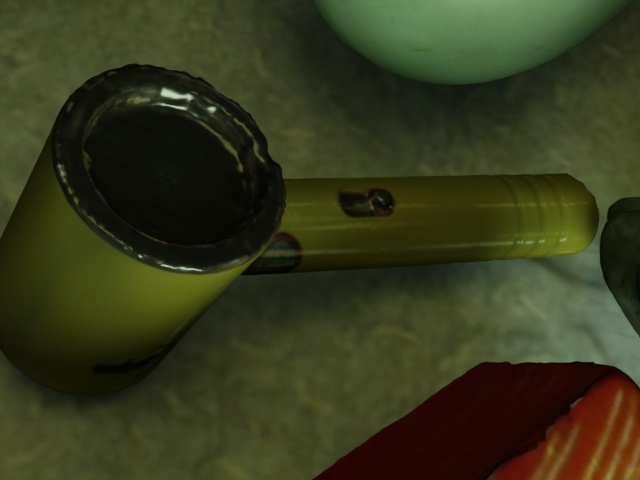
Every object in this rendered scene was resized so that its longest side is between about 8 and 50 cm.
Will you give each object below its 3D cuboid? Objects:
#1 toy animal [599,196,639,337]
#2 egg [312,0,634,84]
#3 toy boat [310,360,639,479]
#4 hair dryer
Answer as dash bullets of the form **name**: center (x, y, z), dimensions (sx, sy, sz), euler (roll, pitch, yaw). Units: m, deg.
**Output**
- **toy animal**: center (0.181, 0.031, 0.502), dimensions (0.127, 0.125, 0.251), euler (27, 19, 2)
- **egg**: center (0.094, -0.206, 0.623), dimensions (0.203, 0.203, 0.282), euler (26, 77, 4)
- **toy boat**: center (0.001, 0.181, 0.457), dimensions (0.332, 0.145, 0.133), euler (-33, 100, -23)
- **hair dryer**: center (0.000, 0.000, 0.568), dimensions (0.279, 0.135, 0.090), euler (-3, 62, -30)
